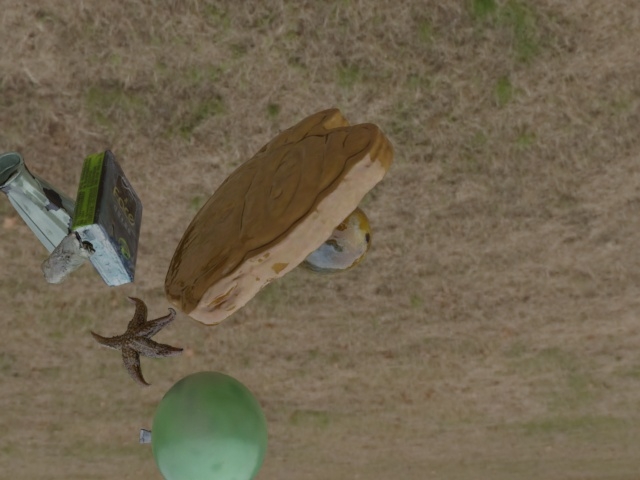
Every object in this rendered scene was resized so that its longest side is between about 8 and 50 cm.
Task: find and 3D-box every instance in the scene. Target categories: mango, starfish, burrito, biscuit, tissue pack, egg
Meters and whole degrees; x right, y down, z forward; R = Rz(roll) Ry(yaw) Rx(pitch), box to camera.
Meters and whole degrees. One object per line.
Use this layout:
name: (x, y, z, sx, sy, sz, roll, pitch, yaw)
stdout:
mango: (0.000, 0.000, 1.560, 0.316, 0.146, 0.193, -21, 110, 48)
starfish: (-0.426, 0.228, 1.441, 0.237, 0.213, 0.057, -2, 154, 8)
burrito: (-0.425, 0.029, 1.055, 0.171, 0.042, 0.051, -30, 106, 40)
biscuit: (-0.069, -0.051, 0.818, 0.351, 0.312, 0.057, -36, 119, 16)
tissue pack: (-0.423, -0.045, 1.268, 0.073, 0.236, 0.174, -14, 133, 3)
egg: (-0.216, 0.371, 1.222, 0.220, 0.269, 0.221, -11, 118, -22)

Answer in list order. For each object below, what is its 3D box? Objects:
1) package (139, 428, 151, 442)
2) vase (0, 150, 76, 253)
package: (-0.392, 0.487, 1.566, 0.110, 0.037, 0.015, 5, -173, -11)
vase: (-0.734, -0.082, 1.693, 0.164, 0.165, 0.360, -10, 145, 12)
